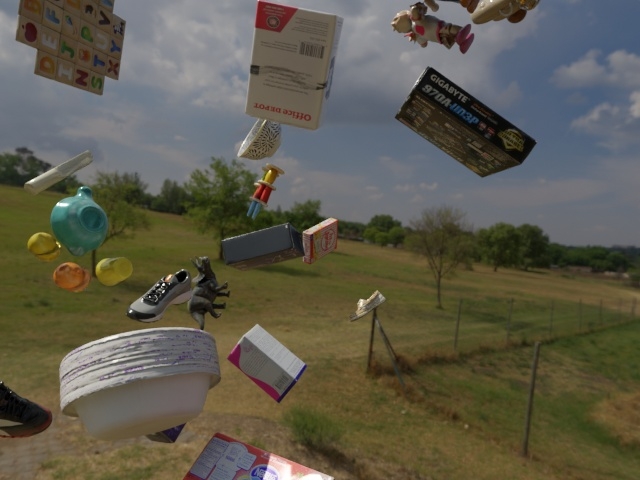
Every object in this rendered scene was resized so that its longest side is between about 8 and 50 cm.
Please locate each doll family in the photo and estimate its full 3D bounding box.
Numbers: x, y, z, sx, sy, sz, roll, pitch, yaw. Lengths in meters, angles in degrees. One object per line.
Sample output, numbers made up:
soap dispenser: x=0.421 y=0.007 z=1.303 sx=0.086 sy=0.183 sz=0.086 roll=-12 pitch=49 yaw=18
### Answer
doll family: x=0.145 y=-0.388 z=0.651 sx=0.163 sy=0.118 sz=0.263 roll=33 pitch=10 yaw=27

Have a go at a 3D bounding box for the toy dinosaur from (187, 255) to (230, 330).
toy dinosaur: x=-0.451 y=0.227 z=1.749 sx=0.161 sy=0.313 sz=0.121 roll=9 pitch=-19 yaw=3

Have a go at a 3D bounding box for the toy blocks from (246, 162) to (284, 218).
toy blocks: x=-0.159 y=-0.126 z=1.201 sx=0.054 sy=0.148 sz=0.123 roll=27 pitch=-7 yaw=-16

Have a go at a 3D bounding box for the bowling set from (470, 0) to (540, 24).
bowling set: x=0.508 y=-0.657 z=1.133 sx=0.200 sy=0.286 sz=0.154 roll=13 pitch=-10 yaw=-37

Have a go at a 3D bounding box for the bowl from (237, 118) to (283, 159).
bowl: x=-0.161 y=-0.292 z=1.295 sx=0.080 sy=0.170 sz=0.170 roll=32 pitch=-10 yaw=-20

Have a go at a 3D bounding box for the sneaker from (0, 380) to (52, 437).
sneaker: x=-0.795 y=0.412 z=1.101 sx=0.135 sy=0.097 sz=0.276 roll=-34 pitch=-52 yaw=30

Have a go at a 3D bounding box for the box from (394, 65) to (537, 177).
box: x=0.249 y=-0.203 z=0.808 sx=0.220 sy=0.051 sz=0.175 roll=34 pitch=0 yaw=0

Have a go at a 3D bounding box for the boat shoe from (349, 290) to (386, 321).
boat shoe: x=0.167 y=0.247 z=1.690 sx=0.170 sy=0.059 sz=0.063 roll=-29 pitch=-11 yaw=-27

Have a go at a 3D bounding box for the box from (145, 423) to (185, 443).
box: x=-0.412 y=0.403 z=1.192 sx=0.108 sy=0.153 sz=0.207 roll=-12 pitch=35 yaw=35

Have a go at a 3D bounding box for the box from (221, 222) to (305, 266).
box: x=-0.209 y=0.030 z=1.678 sx=0.262 sy=0.103 sz=0.184 roll=-14 pitch=-16 yaw=8

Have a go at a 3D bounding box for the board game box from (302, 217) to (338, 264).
board game box: x=0.000 y=0.000 z=1.970 sx=0.045 sy=0.146 sz=0.194 roll=21 pitch=35 yaw=33

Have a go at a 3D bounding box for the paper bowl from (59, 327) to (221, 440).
paper bowl: x=-0.333 y=0.282 z=0.853 sx=0.285 sy=0.148 sz=0.284 roll=-15 pitch=-26 yaw=-7

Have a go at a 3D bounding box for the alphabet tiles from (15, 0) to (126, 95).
alphabet tiles: x=-0.621 y=-0.540 z=1.145 sx=0.011 sy=0.284 sz=0.342 roll=13 pitch=8 yaw=11

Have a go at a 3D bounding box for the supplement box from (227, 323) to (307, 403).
supplement box: x=-0.171 y=0.395 z=1.448 sx=0.220 sy=0.111 sz=0.114 roll=39 pitch=18 yaw=5

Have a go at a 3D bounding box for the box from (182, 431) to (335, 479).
box: x=-0.100 y=0.473 z=0.786 sx=0.300 sy=0.142 sz=0.154 roll=-2 pitch=39 yaw=38

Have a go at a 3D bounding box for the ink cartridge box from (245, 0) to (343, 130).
ink cartridge box: x=-0.060 y=-0.384 z=0.993 sx=0.172 sy=0.237 sz=0.100 roll=14 pitch=25 yaw=6

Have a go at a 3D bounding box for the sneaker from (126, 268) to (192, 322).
sneaker: x=-0.507 y=0.171 z=1.414 sx=0.101 sy=0.107 sz=0.271 roll=19 pitch=24 yaw=14

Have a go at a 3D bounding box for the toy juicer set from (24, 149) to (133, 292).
toy juicer set: x=-0.576 y=-0.033 z=1.017 sx=0.090 sy=0.328 sz=0.209 roll=-14 pitch=6 yaw=30
